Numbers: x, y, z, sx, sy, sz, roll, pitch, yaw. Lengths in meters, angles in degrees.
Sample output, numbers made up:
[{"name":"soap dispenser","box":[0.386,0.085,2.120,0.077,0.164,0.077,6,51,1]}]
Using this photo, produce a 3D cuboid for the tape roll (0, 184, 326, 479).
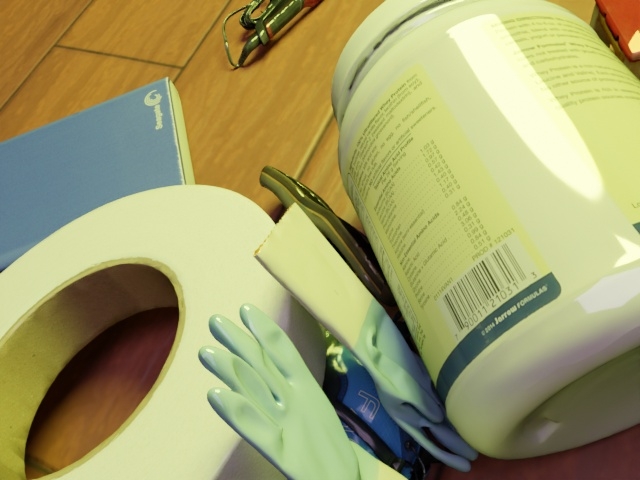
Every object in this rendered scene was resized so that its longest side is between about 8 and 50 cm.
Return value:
[{"name":"tape roll","box":[-0.184,0.113,0.512,0.391,0.072,0.392,-18,42,17]}]

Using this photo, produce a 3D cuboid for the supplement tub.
[{"name":"supplement tub","box":[0.151,-0.031,0.481,0.235,0.235,0.325,-23,55,2]}]

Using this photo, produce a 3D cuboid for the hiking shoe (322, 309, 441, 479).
[{"name":"hiking shoe","box":[0.026,0.185,0.456,0.132,0.113,0.304,-12,56,10]}]

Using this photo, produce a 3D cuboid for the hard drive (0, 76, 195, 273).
[{"name":"hard drive","box":[-0.313,-0.065,0.759,0.318,0.040,0.210,-20,55,4]}]

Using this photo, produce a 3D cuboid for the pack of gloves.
[{"name":"pack of gloves","box":[0.018,0.109,0.405,0.046,0.232,0.195,-36,12,27]}]

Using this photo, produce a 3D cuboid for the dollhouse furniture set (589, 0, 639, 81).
[{"name":"dollhouse furniture set","box":[0.386,-0.121,0.517,0.201,0.152,0.374,-13,56,9]}]

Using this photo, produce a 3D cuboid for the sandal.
[{"name":"sandal","box":[0.000,0.000,0.602,0.060,0.090,0.219,-52,54,6]}]

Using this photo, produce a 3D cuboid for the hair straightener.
[{"name":"hair straightener","box":[-0.055,-0.323,0.850,0.089,0.047,0.230,31,76,30]}]
